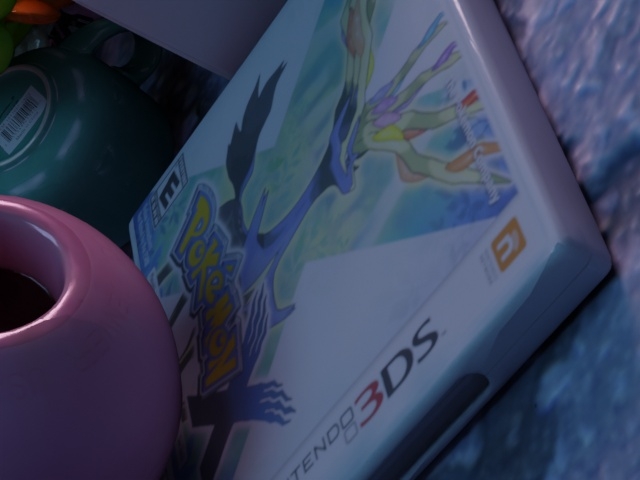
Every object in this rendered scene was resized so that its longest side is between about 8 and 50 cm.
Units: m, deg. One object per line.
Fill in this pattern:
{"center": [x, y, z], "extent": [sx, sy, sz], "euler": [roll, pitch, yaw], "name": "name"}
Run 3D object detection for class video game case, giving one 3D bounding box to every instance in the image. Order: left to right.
{"center": [0.000, 0.000, 0.878], "extent": [0.300, 0.036, 0.329], "euler": [-51, 33, 29], "name": "video game case"}

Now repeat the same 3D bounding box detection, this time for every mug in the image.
{"center": [-0.176, -0.074, 1.114], "extent": [0.129, 0.097, 0.157], "euler": [-15, 61, 27], "name": "mug"}

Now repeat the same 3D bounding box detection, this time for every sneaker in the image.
{"center": [-0.211, -0.168, 1.345], "extent": [0.119, 0.047, 0.057], "euler": [21, 102, 62], "name": "sneaker"}

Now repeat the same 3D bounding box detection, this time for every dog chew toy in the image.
{"center": [-0.184, 0.137, 0.909], "extent": [0.206, 0.207, 0.331], "euler": [-105, 18, -47], "name": "dog chew toy"}

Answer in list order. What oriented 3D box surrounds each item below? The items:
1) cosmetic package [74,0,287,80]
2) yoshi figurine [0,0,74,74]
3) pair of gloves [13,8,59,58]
{"center": [-0.106, -0.275, 1.116], "extent": [0.197, 0.155, 0.365], "euler": [-58, 30, 13], "name": "cosmetic package"}
{"center": [-0.304, -0.193, 1.135], "extent": [0.203, 0.203, 0.362], "euler": [-34, 29, -6], "name": "yoshi figurine"}
{"center": [-0.277, -0.184, 1.354], "extent": [0.240, 0.042, 0.204], "euler": [-19, 48, 37], "name": "pair of gloves"}
